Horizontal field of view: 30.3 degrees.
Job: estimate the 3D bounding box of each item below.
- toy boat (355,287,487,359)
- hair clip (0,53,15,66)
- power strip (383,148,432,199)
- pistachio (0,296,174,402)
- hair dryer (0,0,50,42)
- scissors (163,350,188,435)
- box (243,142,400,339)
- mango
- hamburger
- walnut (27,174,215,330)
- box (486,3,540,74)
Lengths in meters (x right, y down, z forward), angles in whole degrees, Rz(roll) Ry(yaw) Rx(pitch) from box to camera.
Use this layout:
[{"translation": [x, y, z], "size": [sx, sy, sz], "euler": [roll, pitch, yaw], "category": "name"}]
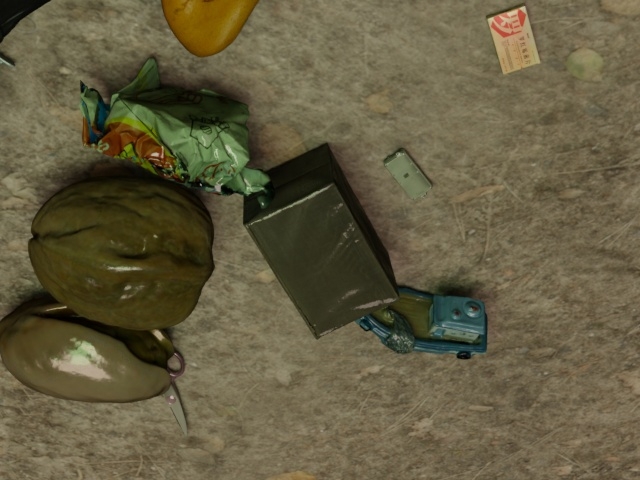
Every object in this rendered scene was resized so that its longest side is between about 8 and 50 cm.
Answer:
[{"translation": [0.160, 0.123, 1.899], "size": [0.238, 0.109, 0.098], "euler": [11, 149, -8], "category": "toy boat"}, {"translation": [-0.476, -0.288, 1.689], "size": [0.039, 0.030, 0.115], "euler": [-26, 122, -9], "category": "hair clip"}, {"translation": [0.135, -0.102, 1.824], "size": [0.040, 0.016, 0.090], "euler": [-34, 117, 16], "category": "power strip"}, {"translation": [-0.379, 0.186, 1.893], "size": [0.288, 0.166, 0.197], "euler": [20, 136, -14], "category": "pistachio"}, {"translation": [-0.486, -0.428, 1.547], "size": [0.303, 0.120, 0.359], "euler": [-34, 93, -26], "category": "hair dryer"}, {"translation": [-0.256, 0.262, 2.021], "size": [0.085, 0.022, 0.176], "euler": [-12, 117, 10], "category": "scissors"}, {"translation": [0.000, 0.000, 1.803], "size": [0.149, 0.155, 0.231], "euler": [-25, 117, 9], "category": "box"}, {"translation": [-0.148, -0.349, 1.614], "size": [0.144, 0.112, 0.219], "euler": [10, 122, -14], "category": "mango"}, {"translation": [-0.191, -0.159, 1.683], "size": [0.276, 0.260, 0.150], "euler": [18, 96, -49], "category": "hamburger"}, {"translation": [-0.293, 0.016, 1.754], "size": [0.283, 0.283, 0.227], "euler": [10, 91, -7], "category": "walnut"}, {"translation": [0.281, -0.292, 1.718], "size": [0.058, 0.015, 0.093], "euler": [-19, 120, 7], "category": "box"}]
